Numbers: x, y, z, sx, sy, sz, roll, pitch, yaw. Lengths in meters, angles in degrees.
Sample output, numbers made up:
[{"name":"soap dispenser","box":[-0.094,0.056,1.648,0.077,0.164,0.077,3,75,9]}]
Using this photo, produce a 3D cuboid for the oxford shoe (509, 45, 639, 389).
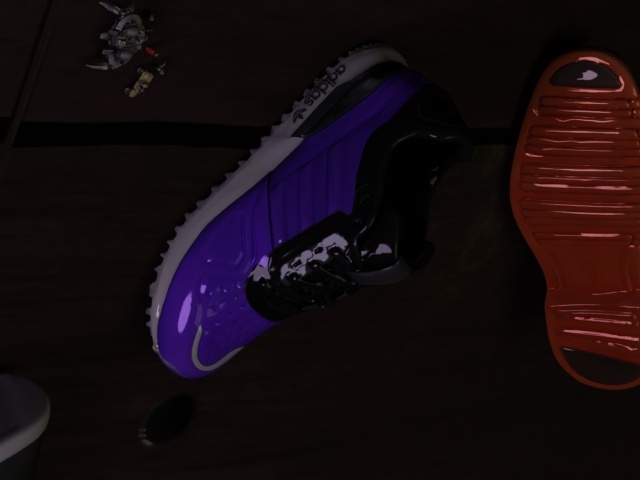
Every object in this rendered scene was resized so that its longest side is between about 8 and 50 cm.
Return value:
[{"name":"oxford shoe","box":[0.251,-0.037,1.572,0.132,0.130,0.363,-63,153,-45]}]

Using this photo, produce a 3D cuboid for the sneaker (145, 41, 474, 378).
[{"name":"sneaker","box":[0.000,-0.001,1.272,0.293,0.146,0.102,-51,145,1]}]

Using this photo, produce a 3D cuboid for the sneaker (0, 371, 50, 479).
[{"name":"sneaker","box":[-0.306,0.209,1.165,0.296,0.105,0.146,-25,133,-38]}]

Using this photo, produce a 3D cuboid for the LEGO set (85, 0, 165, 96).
[{"name":"LEGO set","box":[-0.121,-0.124,1.132,0.054,0.023,0.083,-52,145,2]}]
